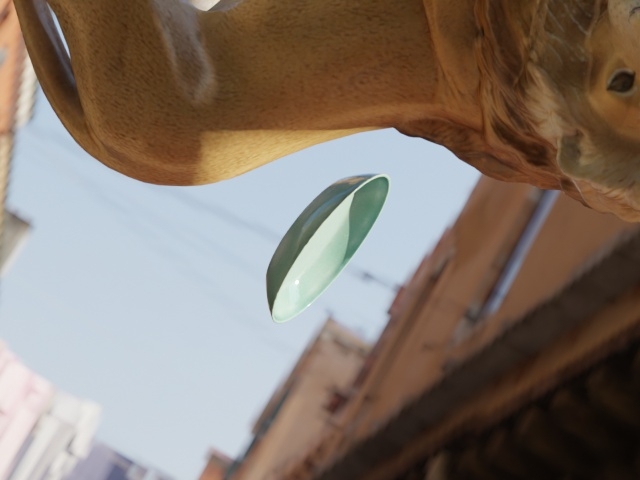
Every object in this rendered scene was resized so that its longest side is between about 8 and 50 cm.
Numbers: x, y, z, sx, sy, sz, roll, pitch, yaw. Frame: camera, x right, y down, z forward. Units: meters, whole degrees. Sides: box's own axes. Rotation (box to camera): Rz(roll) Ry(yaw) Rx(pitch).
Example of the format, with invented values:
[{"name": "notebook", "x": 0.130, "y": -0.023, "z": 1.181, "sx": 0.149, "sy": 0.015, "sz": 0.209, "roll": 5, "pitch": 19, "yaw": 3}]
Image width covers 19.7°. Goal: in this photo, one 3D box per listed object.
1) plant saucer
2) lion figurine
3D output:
[{"name": "plant saucer", "x": 0.000, "y": 0.000, "z": 1.186, "sx": 0.021, "sy": 0.119, "sz": 0.119, "roll": 37, "pitch": -18, "yaw": 14}, {"name": "lion figurine", "x": 0.008, "y": -0.098, "z": 0.829, "sx": 0.392, "sy": 0.240, "sz": 0.142, "roll": -13, "pitch": -12, "yaw": 28}]
